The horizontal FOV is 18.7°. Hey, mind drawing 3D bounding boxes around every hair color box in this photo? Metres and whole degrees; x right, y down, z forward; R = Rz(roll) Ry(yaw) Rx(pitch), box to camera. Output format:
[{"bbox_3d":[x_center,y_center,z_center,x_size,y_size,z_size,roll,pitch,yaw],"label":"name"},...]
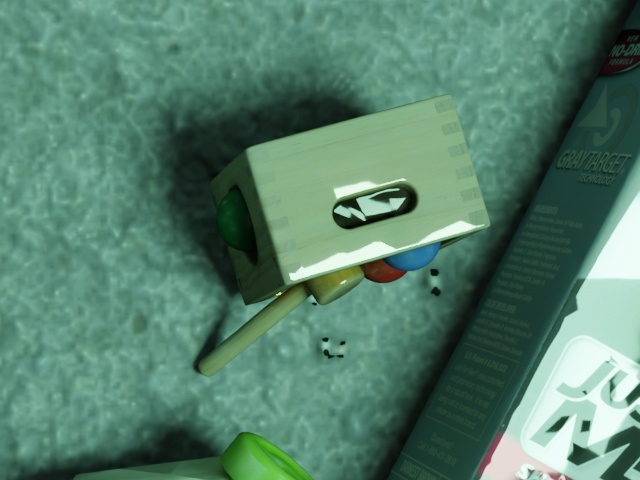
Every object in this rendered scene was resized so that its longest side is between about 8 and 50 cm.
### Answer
[{"bbox_3d":[0.204,0.035,1.067,0.185,0.113,0.374,29,85,-16],"label":"hair color box"}]

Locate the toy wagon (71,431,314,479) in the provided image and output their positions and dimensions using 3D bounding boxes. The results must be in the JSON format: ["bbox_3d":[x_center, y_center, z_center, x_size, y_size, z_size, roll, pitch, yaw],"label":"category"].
[{"bbox_3d":[-0.030,0.272,1.024,0.344,0.068,0.267,39,95,-16],"label":"toy wagon"}]

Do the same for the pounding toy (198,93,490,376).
[{"bbox_3d":[0.000,0.000,1.008,0.141,0.130,0.100,-16,86,-14],"label":"pounding toy"}]
